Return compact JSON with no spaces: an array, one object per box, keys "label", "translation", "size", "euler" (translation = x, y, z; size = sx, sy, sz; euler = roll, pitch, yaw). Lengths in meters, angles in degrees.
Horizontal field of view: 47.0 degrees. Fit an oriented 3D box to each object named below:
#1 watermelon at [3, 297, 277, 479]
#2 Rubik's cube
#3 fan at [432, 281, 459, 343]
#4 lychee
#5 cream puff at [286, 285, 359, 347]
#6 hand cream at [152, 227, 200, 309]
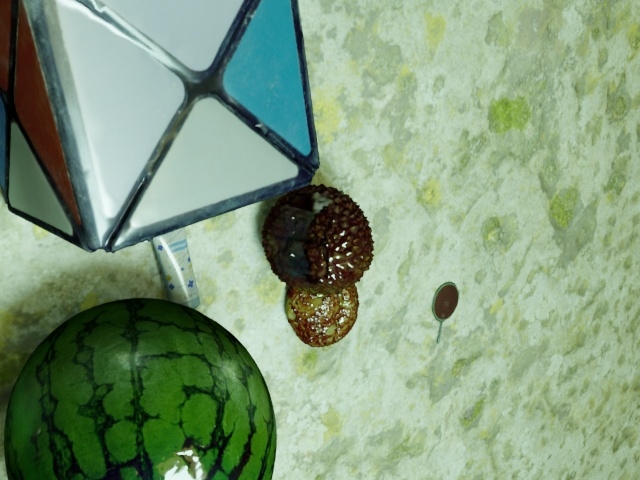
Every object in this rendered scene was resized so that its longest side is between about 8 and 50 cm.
[{"label":"watermelon","translation":[-0.223,0.247,0.931],"size":[0.363,0.363,0.364],"euler":[-12,110,-37]},{"label":"Rubik's cube","translation":[-0.208,-0.189,0.851],"size":[0.310,0.306,0.306],"euler":[-22,113,-36]},{"label":"fan","translation":[0.257,0.151,1.537],"size":[0.085,0.005,0.134],"euler":[3,99,-41]},{"label":"lychee","translation":[0.000,0.000,1.173],"size":[0.188,0.188,0.188],"euler":[-12,110,-37]},{"label":"cream puff","translation":[0.009,0.114,1.268],"size":[0.149,0.084,0.149],"euler":[-11,107,-38]},{"label":"hand cream","translation":[-0.212,0.043,1.091],"size":[0.065,0.043,0.171],"euler":[-26,113,-38]}]
